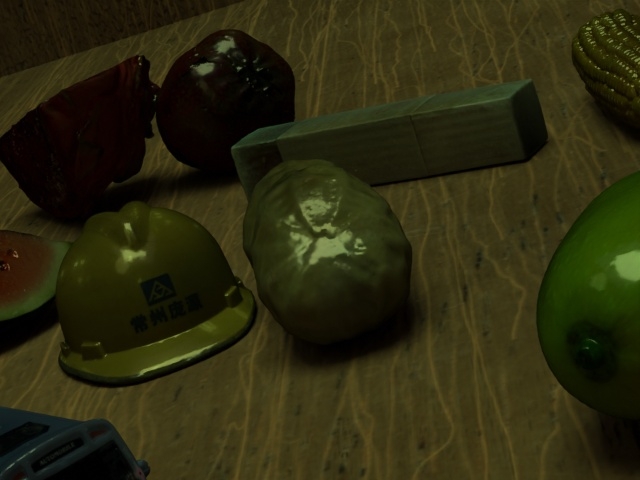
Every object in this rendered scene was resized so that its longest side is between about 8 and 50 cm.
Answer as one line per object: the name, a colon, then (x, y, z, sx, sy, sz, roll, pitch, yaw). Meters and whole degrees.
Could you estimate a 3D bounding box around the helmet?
helmet: (-0.180, 0.034, 1.842, 0.205, 0.140, 0.257, -22, 13, -12)

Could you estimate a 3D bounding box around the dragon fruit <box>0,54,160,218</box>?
dragon fruit: (-0.284, -0.130, 2.439, 0.205, 0.152, 0.317, -32, 4, -20)

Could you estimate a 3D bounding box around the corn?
corn: (0.340, -0.188, 2.066, 0.102, 0.102, 0.313, -17, 16, 5)

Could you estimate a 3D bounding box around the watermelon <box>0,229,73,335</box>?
watermelon: (-0.375, 0.064, 2.050, 0.193, 0.137, 0.145, -36, -11, -48)

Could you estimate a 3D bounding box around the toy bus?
toy bus: (-0.208, 0.193, 1.331, 0.125, 0.133, 0.292, -29, 19, -34)

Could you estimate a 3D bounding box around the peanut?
peanut: (0.000, 0.000, 1.738, 0.152, 0.152, 0.313, -19, 14, 0)

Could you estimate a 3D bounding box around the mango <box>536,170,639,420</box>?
mango: (0.264, 0.021, 1.342, 0.192, 0.156, 0.343, -9, 16, 21)

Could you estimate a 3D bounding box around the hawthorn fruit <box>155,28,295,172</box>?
hawthorn fruit: (-0.130, -0.169, 2.428, 0.181, 0.181, 0.235, -26, -3, -26)

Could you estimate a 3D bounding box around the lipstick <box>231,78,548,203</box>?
lipstick: (0.074, -0.111, 2.144, 0.371, 0.080, 0.076, -7, 18, 32)
